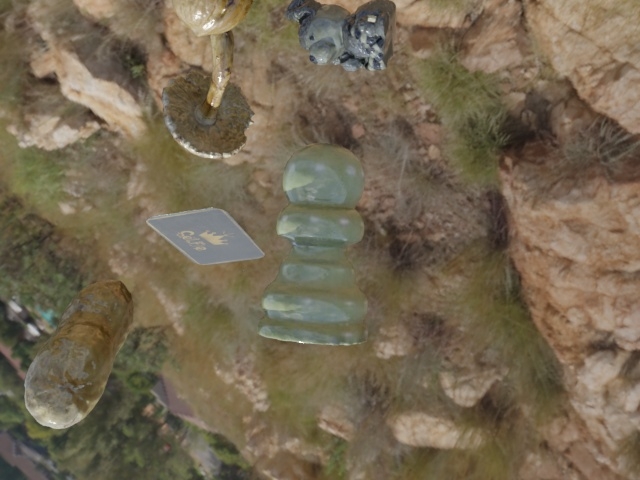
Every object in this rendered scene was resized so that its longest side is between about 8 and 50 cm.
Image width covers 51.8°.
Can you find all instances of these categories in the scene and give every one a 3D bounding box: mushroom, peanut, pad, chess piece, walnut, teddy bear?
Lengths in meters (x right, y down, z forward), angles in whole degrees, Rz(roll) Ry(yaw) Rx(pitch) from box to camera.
[{"bbox_3d":[-0.272,-0.332,1.533,0.208,0.233,0.301,-11,159,0],"label":"mushroom"},{"bbox_3d":[-0.553,0.248,1.533,0.170,0.387,0.192,23,137,-11],"label":"peanut"},{"bbox_3d":[-0.363,0.025,1.955,0.315,0.063,0.375,-7,155,15],"label":"pad"},{"bbox_3d":[0.000,0.000,0.858,0.144,0.144,0.251,4,89,39],"label":"chess piece"},{"bbox_3d":[-0.189,-0.448,1.156,0.155,0.184,0.155,15,-178,-1],"label":"walnut"},{"bbox_3d":[0.049,-0.422,1.403,0.251,0.144,0.171,7,159,28],"label":"teddy bear"}]
